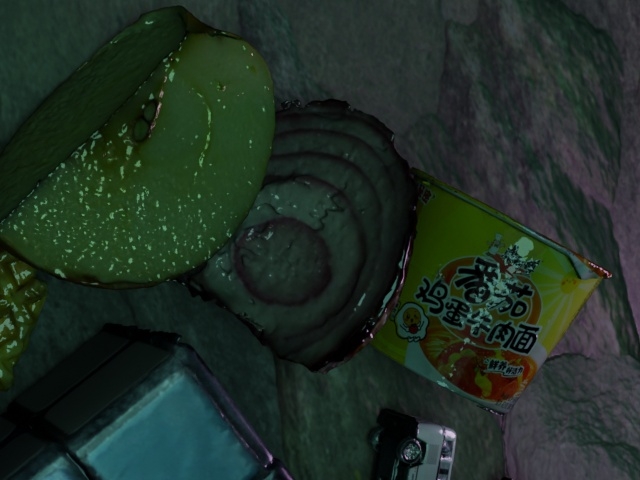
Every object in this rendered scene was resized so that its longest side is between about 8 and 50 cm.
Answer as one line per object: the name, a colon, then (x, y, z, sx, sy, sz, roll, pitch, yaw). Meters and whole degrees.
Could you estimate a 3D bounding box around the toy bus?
toy bus: (0.103, 0.301, 1.784, 0.089, 0.087, 0.194, 9, 89, -29)

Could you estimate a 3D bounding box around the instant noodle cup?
instant noodle cup: (0.168, 0.061, 1.714, 0.264, 0.264, 0.200, 28, 94, -18)

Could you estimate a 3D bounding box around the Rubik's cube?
Rubik's cube: (-0.207, 0.302, 1.547, 0.313, 0.316, 0.318, -39, 103, -17)

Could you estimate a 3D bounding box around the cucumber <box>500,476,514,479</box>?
cucumber: (0.201, 0.405, 1.830, 0.074, 0.074, 0.241, 28, 87, -18)

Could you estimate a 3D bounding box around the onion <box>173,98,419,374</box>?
onion: (0.000, 0.000, 1.660, 0.280, 0.314, 0.146, -52, 143, -5)

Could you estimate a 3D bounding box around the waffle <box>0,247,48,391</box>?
waffle: (-0.445, 0.054, 1.589, 0.302, 0.068, 0.325, 19, 86, -19)

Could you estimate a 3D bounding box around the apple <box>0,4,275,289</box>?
apple: (-0.205, -0.088, 1.589, 0.254, 0.179, 0.346, 33, 68, 18)
